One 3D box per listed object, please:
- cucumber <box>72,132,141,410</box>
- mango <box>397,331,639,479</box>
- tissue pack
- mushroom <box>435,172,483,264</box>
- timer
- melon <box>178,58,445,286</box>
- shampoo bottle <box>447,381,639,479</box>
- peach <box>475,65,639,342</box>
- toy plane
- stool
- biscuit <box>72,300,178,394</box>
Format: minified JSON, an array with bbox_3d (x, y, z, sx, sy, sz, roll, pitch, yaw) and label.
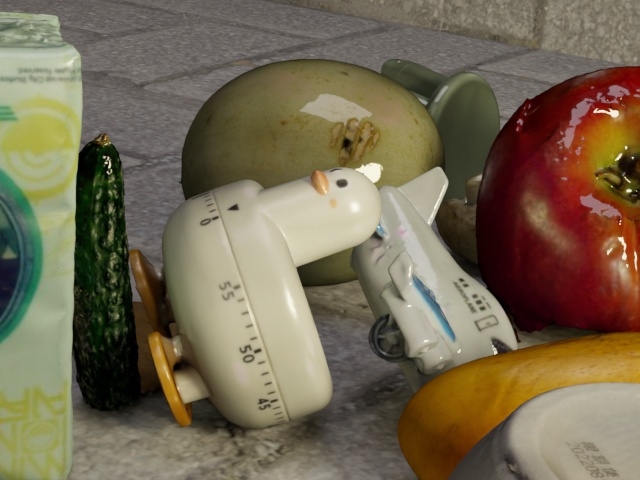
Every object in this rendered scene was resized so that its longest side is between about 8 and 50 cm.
[{"bbox_3d":[-0.201,0.029,1.335,0.067,0.293,0.067,1,36,-1],"label":"cucumber"},{"bbox_3d":[0.217,0.167,1.199,0.350,0.201,0.199,5,-12,28],"label":"mango"},{"bbox_3d":[-0.348,0.009,1.221,0.287,0.388,0.162,0,21,-13],"label":"tissue pack"},{"bbox_3d":[0.218,-0.026,1.868,0.148,0.112,0.148,-15,19,5],"label":"mushroom"},{"bbox_3d":[-0.044,0.051,1.372,0.240,0.233,0.233,-19,21,-3],"label":"timer"},{"bbox_3d":[-0.019,-0.077,1.737,0.330,0.268,0.268,4,17,26],"label":"melon"},{"bbox_3d":[0.183,0.240,0.832,0.273,0.266,0.273,6,18,-2],"label":"shampoo bottle"},{"bbox_3d":[0.356,-0.013,1.654,0.339,0.353,0.416,18,-19,20],"label":"peach"},{"bbox_3d":[0.110,0.064,1.422,0.122,0.267,0.267,-26,14,13],"label":"toy plane"},{"bbox_3d":[0.131,-0.155,2.123,0.198,0.195,0.195,13,21,38],"label":"stool"},{"bbox_3d":[-0.150,0.106,1.560,0.232,0.013,0.237,-4,21,-22],"label":"biscuit"}]
